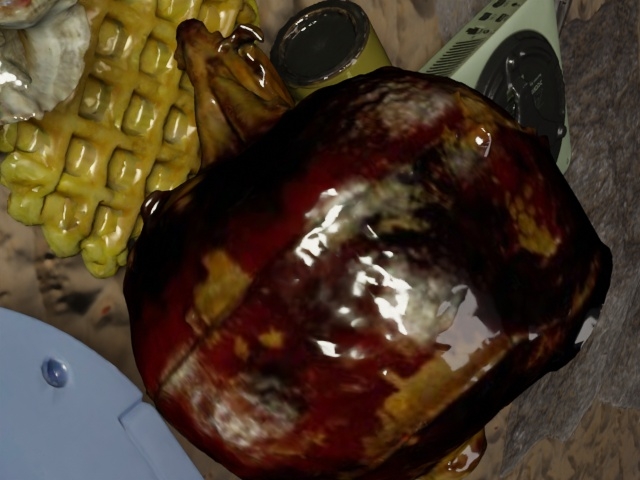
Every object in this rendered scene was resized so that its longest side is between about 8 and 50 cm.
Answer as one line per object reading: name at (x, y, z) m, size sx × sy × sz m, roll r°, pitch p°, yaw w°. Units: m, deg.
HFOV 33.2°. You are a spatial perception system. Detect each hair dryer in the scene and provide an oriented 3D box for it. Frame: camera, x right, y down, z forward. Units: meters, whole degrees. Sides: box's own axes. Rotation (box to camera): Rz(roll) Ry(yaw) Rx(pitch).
hair dryer at (-0.028, -0.057, 0.916) m, size 0.279 × 0.090 × 0.135 m, roll -56°, pitch 145°, yaw -15°

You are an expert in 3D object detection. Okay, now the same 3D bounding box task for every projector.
projector at (0.203, -0.122, 1.208) m, size 0.257 × 0.079 × 0.259 m, roll -46°, pitch 135°, yaw -34°

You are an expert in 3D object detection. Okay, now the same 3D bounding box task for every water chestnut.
water chestnut at (0.000, 0.000, 0.736) m, size 0.335 × 0.347 × 0.335 m, roll -44°, pitch 178°, yaw -2°

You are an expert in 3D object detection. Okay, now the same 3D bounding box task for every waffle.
waffle at (-0.130, -0.117, 0.762) m, size 0.291 × 0.051 × 0.291 m, roll -25°, pitch 123°, yaw -45°

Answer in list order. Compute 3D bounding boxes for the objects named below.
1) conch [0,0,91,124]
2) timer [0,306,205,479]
conch at (-0.220, -0.120, 0.550) m, size 0.245 × 0.163 × 0.178 m, roll -29°, pitch 114°, yaw -10°
timer at (-0.220, 0.199, 0.555) m, size 0.395 × 0.173 × 0.395 m, roll 36°, pitch 35°, yaw -32°
